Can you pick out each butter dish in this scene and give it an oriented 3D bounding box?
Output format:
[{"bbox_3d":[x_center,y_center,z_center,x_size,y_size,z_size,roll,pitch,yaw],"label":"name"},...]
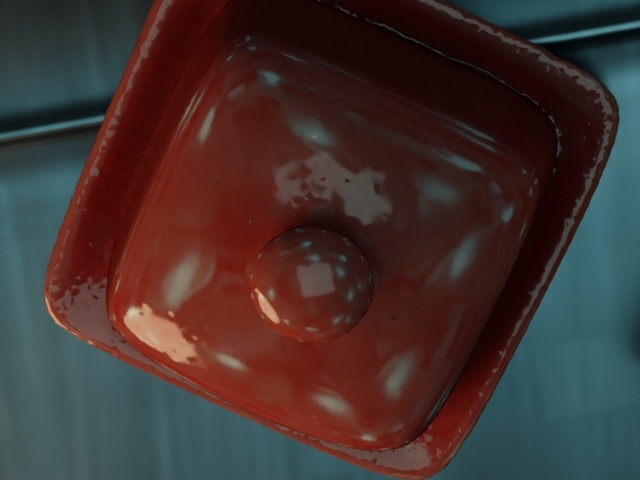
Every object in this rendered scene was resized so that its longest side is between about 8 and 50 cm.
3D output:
[{"bbox_3d":[0.000,0.000,0.566,0.160,0.118,0.160,24,105,-4],"label":"butter dish"}]
